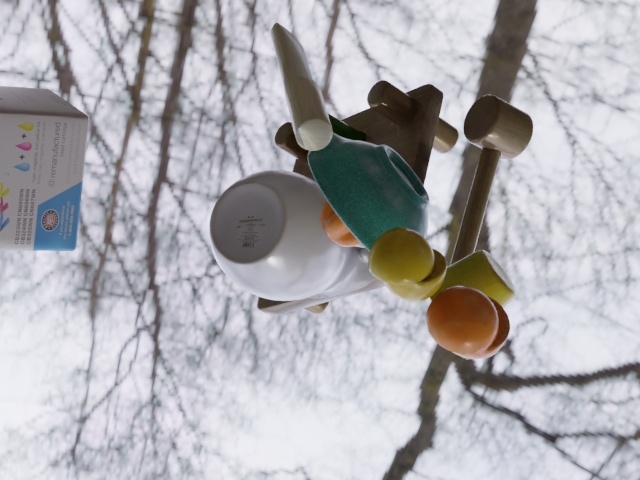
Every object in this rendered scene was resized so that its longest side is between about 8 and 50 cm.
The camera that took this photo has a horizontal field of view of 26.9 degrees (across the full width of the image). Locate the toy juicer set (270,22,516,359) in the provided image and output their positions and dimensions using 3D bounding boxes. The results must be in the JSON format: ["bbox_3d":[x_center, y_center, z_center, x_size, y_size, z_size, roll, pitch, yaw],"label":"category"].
[{"bbox_3d":[0.036,-0.021,1.114,0.329,0.089,0.209,49,-164,-11],"label":"toy juicer set"}]

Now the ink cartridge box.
[{"bbox_3d":[-0.232,-0.048,0.846,0.143,0.092,0.090,0,-163,-30],"label":"ink cartridge box"}]

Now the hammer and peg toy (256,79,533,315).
[{"bbox_3d":[0.062,-0.051,1.546,0.127,0.361,0.266,29,-118,-30],"label":"hammer and peg toy"}]

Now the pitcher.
[{"bbox_3d":[0.000,0.000,1.327,0.177,0.207,0.126,-6,-104,25],"label":"pitcher"}]
